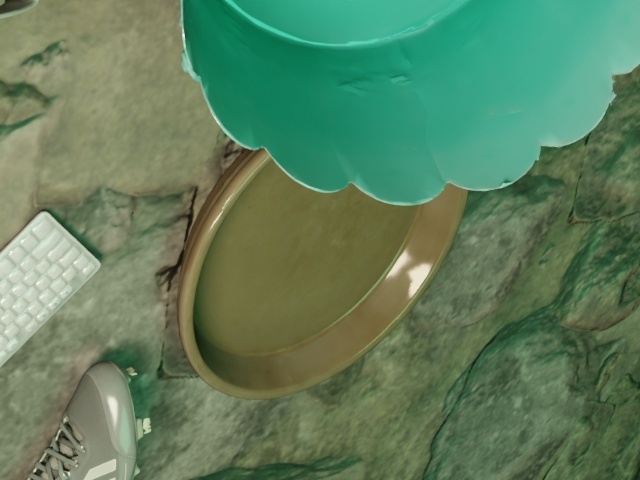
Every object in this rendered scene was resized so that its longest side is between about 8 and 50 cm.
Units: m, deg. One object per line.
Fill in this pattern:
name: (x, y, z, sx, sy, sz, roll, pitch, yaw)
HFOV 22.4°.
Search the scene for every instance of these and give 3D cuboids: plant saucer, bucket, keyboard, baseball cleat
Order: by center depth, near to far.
bucket: (0.044, -0.176, 0.930, 0.281, 0.183, 0.281, -6, 124, -9)
keyboard: (-0.255, 0.088, 1.073, 0.256, 0.014, 0.072, -46, 144, -5)
baseball cleat: (-0.191, 0.182, 1.179, 0.109, 0.072, 0.205, -9, 125, -33)
plant saucer: (0.000, 0.000, 1.237, 0.278, 0.041, 0.278, -26, 138, -27)

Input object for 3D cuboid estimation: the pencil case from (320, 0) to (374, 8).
pencil case: (0.048, -0.159, 1.118, 0.064, 0.070, 0.152, -51, 145, 3)

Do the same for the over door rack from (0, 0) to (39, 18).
over door rack: (-0.107, -0.227, 0.676, 0.108, 0.240, 0.324, -61, 143, -47)
